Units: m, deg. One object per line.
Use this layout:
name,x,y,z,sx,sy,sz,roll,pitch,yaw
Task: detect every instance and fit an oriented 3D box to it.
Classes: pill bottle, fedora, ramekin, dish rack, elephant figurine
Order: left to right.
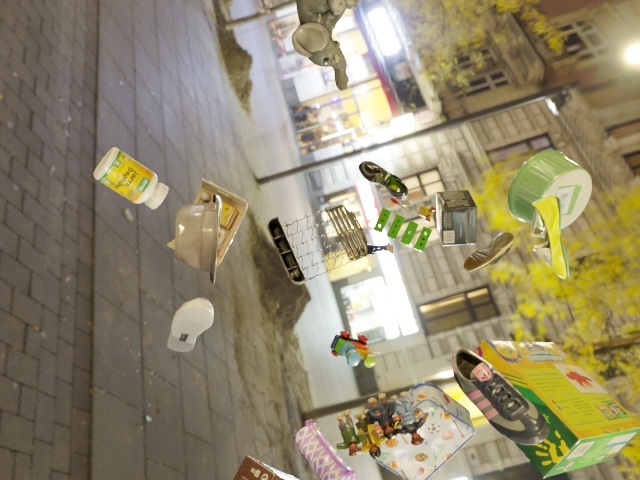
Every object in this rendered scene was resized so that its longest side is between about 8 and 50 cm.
pill bottle,-0.593,-0.190,1.794,0.208,0.117,0.117,37,24,-29
fedora,-0.354,-0.011,1.627,0.275,0.124,0.243,-96,-165,-48
elephant figurine,-0.004,-0.545,1.512,0.186,0.169,0.239,35,-61,30
dish rack,0.000,0.000,1.652,0.074,0.272,0.208,111,-44,-69
ramekin,0.891,-0.181,2.188,0.148,0.303,0.303,49,-16,51

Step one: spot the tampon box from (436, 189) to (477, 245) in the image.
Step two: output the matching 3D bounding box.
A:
tampon box,0.409,-0.071,1.717,0.161,0.102,0.120,-78,164,-67

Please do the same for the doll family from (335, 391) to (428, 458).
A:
doll family,0.126,0.386,1.161,0.076,0.193,0.111,51,12,-42

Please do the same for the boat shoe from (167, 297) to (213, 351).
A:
boat shoe,-0.334,0.197,1.438,0.258,0.095,0.084,-47,-147,46

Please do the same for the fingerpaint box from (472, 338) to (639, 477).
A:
fingerpaint box,0.687,0.484,1.707,0.445,0.163,0.371,10,29,-42

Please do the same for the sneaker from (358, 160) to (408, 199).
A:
sneaker,0.209,-0.205,1.844,0.188,0.067,0.078,36,-15,8

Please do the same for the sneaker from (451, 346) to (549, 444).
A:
sneaker,0.440,0.389,1.452,0.319,0.112,0.131,35,-23,57

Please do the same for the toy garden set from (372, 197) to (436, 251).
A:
toy garden set,0.383,-0.090,2.538,0.049,0.244,0.203,175,-60,-86

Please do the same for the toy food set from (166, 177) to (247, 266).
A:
toy food set,-0.451,-0.069,2.263,0.306,0.220,0.092,-63,169,-2

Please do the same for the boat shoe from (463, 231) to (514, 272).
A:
boat shoe,0.435,0.041,1.452,0.056,0.152,0.049,51,-7,50

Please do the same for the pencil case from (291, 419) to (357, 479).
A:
pencil case,0.013,0.586,1.542,0.206,0.086,0.088,41,-60,40

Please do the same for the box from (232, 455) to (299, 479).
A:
box,-0.186,0.777,1.453,0.191,0.143,0.381,43,67,-36

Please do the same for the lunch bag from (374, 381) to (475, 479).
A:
lunch bag,0.305,0.595,1.728,0.243,0.303,0.115,35,19,-14

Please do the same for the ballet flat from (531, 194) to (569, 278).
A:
ballet flat,0.590,-0.004,1.473,0.077,0.077,0.231,-77,155,-72

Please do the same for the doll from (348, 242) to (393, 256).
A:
doll,0.205,0.039,2.396,0.129,0.189,0.046,29,58,-59

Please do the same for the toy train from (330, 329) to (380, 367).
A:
toy train,0.173,0.444,2.216,0.105,0.248,0.143,-66,-150,10
